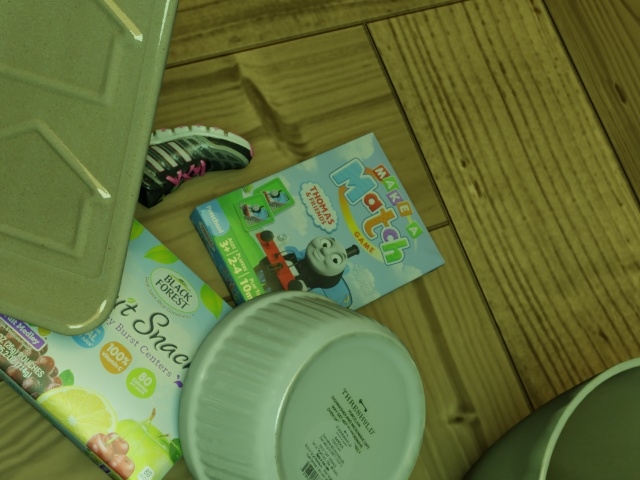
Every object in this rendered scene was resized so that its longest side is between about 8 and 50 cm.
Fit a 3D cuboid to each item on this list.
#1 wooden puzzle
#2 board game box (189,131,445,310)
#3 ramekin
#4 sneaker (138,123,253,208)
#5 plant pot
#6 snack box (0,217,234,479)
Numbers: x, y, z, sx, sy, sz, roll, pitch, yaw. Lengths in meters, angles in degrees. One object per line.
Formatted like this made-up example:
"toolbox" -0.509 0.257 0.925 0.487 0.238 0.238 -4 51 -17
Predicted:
"wooden puzzle" -0.277 -0.134 0.682 0.322 0.080 0.348 17 102 7
"board game box" 0.000 0.000 0.852 0.211 0.039 0.160 -26 83 -24
"ramekin" -0.004 0.150 0.722 0.207 0.109 0.207 -4 96 -39
"sneaker" -0.148 -0.066 0.811 0.170 0.063 0.075 -2 74 -14
"plant pot" 0.221 0.247 0.720 0.256 0.274 0.257 6 71 -18
"snack box" -0.176 0.092 0.747 0.207 0.070 0.174 44 64 -3
